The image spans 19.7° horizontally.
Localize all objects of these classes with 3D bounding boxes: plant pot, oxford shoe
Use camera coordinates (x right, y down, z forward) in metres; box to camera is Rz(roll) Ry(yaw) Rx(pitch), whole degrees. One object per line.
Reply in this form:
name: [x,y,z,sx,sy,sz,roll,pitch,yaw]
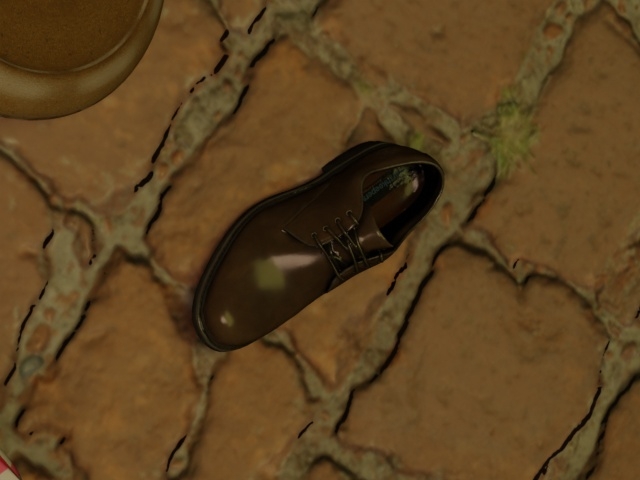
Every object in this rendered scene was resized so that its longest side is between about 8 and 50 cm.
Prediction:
plant pot: [-0.196,-0.200,1.244,0.236,0.032,0.236,4,83,-38]
oxford shoe: [0.000,0.000,1.353,0.227,0.096,0.083,-42,113,-20]

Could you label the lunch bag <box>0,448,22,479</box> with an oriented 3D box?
lunch bag: [-0.304,0.090,1.086,0.293,0.258,0.120,49,67,-21]
